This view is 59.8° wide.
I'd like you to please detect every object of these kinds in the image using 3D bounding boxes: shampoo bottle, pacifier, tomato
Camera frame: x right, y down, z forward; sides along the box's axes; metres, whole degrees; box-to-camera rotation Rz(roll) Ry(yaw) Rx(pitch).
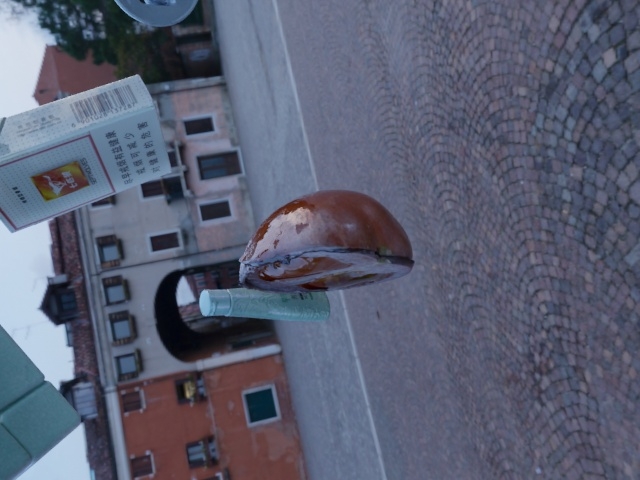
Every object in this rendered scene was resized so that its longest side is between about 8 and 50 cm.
[{"bbox_3d":[-0.076,0.086,0.782,0.041,0.191,0.069,-54,47,36],"label":"shampoo bottle"},{"bbox_3d":[-0.266,-0.529,0.987,0.207,0.228,0.278,18,115,45],"label":"pacifier"},{"bbox_3d":[0.000,0.000,0.700,0.228,0.199,0.112,18,-120,-53],"label":"tomato"}]

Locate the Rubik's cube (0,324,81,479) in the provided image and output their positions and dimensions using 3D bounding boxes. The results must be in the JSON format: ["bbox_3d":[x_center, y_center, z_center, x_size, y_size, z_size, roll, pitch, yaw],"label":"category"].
[{"bbox_3d":[-0.579,0.264,0.693,0.321,0.319,0.316,50,-160,-4],"label":"Rubik's cube"}]

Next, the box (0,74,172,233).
[{"bbox_3d":[-0.459,-0.156,1.031,0.095,0.331,0.210,57,161,21],"label":"box"}]
